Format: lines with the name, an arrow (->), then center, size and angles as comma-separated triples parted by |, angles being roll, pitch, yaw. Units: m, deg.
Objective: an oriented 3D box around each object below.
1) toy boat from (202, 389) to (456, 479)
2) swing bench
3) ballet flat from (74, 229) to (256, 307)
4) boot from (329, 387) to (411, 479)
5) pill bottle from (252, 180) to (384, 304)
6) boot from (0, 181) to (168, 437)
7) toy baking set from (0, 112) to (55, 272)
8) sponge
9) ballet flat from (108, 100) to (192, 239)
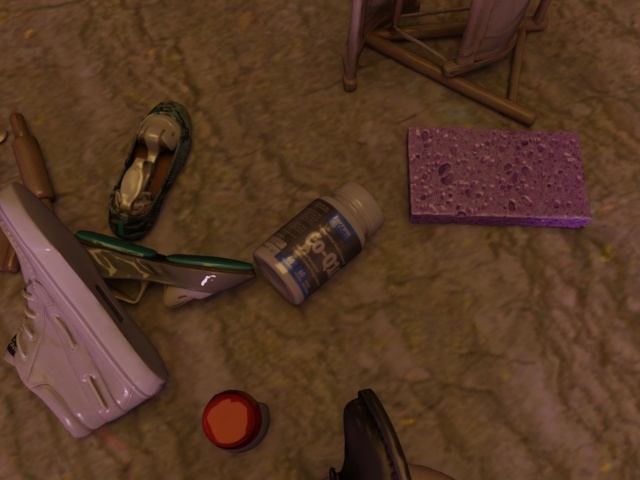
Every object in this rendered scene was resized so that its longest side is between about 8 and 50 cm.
toy boat -> -0.005, 0.270, 0.745 | 0.267, 0.148, 0.318 | -36, 81, -9
swing bench -> 0.161, -0.284, 0.897 | 0.255, 0.253, 0.165 | 12, 68, 2
ballet flat -> -0.178, 0.040, 0.868 | 0.213, 0.072, 0.068 | 11, 96, 3
boot -> -0.041, 0.255, 0.624 | 0.229, 0.091, 0.263 | -2, 80, -4
pill bottle -> 0.000, 0.000, 0.873 | 0.137, 0.078, 0.078 | -41, 75, -15
boot -> -0.276, 0.076, 0.794 | 0.123, 0.095, 0.258 | -35, 92, 1
toy baking set -> -0.416, -0.071, 0.914 | 0.197, 0.030, 0.256 | -17, 70, -8
sponge -> 0.208, -0.076, 0.934 | 0.210, 0.031, 0.117 | 1, 68, -1
ballet flat -> -0.195, -0.092, 0.911 | 0.070, 0.070, 0.188 | 11, 68, 3
